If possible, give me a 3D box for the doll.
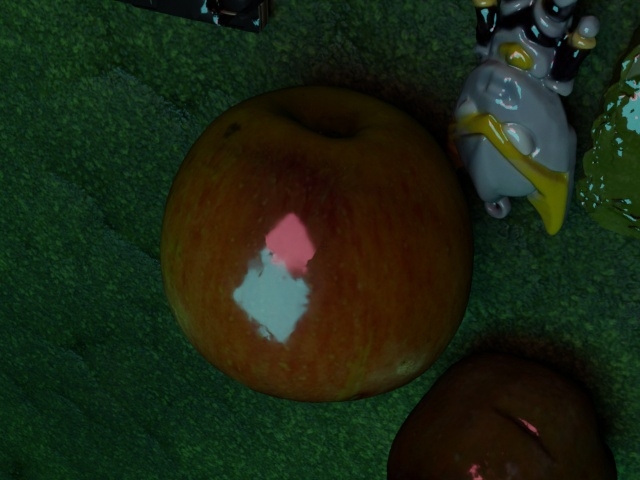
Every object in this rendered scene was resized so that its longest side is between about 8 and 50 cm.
[{"bbox_3d":[0.197,-0.135,0.827,0.145,0.103,0.316,14,136,13],"label":"doll"}]

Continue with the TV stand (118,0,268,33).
[{"bbox_3d":[-0.172,-0.285,0.972,0.249,0.042,0.036,16,134,19],"label":"TV stand"}]

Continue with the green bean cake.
[{"bbox_3d":[0.356,-0.087,0.772,0.214,0.113,0.200,19,133,17],"label":"green bean cake"}]

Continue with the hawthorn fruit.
[{"bbox_3d":[0.210,0.301,1.033,0.267,0.301,0.268,33,150,22],"label":"hawthorn fruit"}]

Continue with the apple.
[{"bbox_3d":[0.000,0.000,0.905,0.339,0.339,0.340,16,131,19],"label":"apple"}]
